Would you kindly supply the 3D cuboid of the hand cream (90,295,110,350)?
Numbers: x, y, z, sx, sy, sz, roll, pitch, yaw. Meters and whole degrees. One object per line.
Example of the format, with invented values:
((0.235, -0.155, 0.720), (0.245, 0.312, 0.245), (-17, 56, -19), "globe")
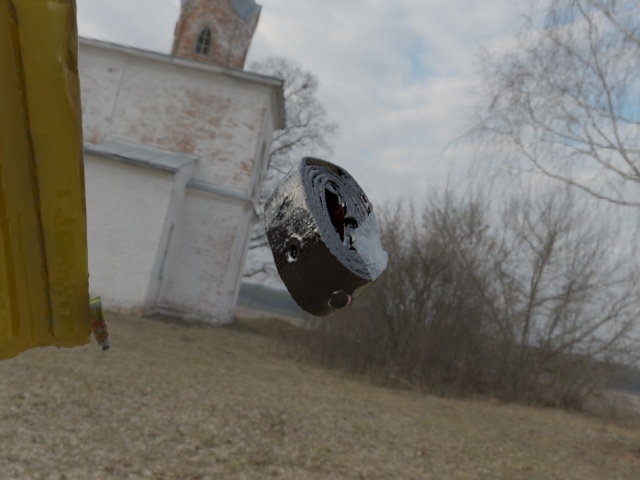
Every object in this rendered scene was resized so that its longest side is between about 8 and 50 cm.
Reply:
((-0.369, 0.139, 1.059), (0.035, 0.102, 0.022), (-18, 33, -21), "hand cream")

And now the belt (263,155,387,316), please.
((0.000, 0.000, 1.103), (0.184, 0.289, 0.164), (23, -54, -33), "belt")

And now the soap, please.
((-0.291, -0.058, 0.499), (0.204, 0.325, 0.096), (-6, 21, -24), "soap")
